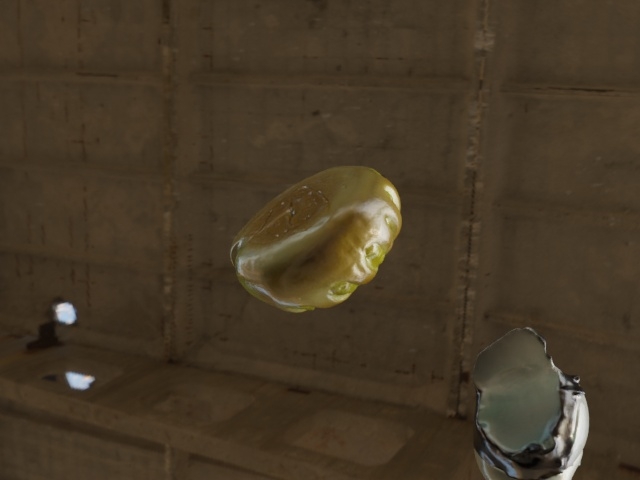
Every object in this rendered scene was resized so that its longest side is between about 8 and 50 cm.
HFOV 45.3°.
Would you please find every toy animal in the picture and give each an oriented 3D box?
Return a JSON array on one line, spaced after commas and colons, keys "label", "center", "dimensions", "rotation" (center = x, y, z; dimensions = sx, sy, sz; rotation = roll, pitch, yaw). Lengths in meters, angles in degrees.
[{"label": "toy animal", "center": [0.250, 0.221, 0.909], "dimensions": [0.138, 0.166, 0.179], "rotation": [9, -37, 28]}]

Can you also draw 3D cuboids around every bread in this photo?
[{"label": "bread", "center": [0.000, 0.000, 0.840], "dimensions": [0.213, 0.213, 0.105], "rotation": [-25, -67, 30]}]
